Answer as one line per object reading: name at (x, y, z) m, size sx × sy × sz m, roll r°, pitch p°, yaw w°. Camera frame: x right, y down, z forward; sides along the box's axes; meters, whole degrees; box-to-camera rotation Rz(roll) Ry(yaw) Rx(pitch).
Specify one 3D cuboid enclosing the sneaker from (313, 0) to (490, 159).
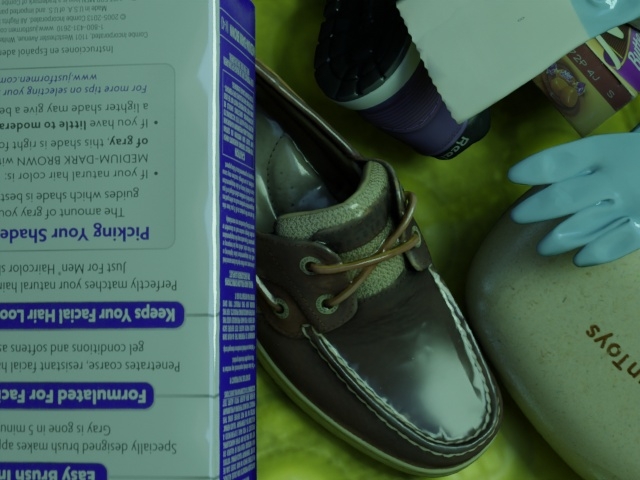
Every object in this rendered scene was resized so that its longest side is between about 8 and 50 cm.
sneaker at (0.078, -0.186, 0.991) m, size 0.124 × 0.107 × 0.283 m, roll 33°, pitch 59°, yaw -37°

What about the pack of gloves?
pack of gloves at (0.191, -0.107, 0.843) m, size 0.232 × 0.046 × 0.195 m, roll -27°, pitch 86°, yaw 13°

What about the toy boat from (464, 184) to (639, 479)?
toy boat at (0.266, 0.030, 0.910) m, size 0.318 × 0.148 × 0.267 m, roll -41°, pitch 85°, yaw 22°

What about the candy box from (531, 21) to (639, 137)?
candy box at (0.192, -0.156, 0.981) m, size 0.109 × 0.053 × 0.186 m, roll 49°, pitch 40°, yaw 0°

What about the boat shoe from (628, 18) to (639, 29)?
boat shoe at (0.214, -0.250, 0.916) m, size 0.500 × 0.156 × 0.187 m, roll 19°, pitch 48°, yaw -32°

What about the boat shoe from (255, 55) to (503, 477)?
boat shoe at (0.000, 0.000, 0.893) m, size 0.123 × 0.123 × 0.342 m, roll -35°, pitch 88°, yaw -20°

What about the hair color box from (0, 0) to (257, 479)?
hair color box at (-0.133, 0.025, 0.802) m, size 0.185 × 0.110 × 0.339 m, roll 0°, pitch 85°, yaw 9°
